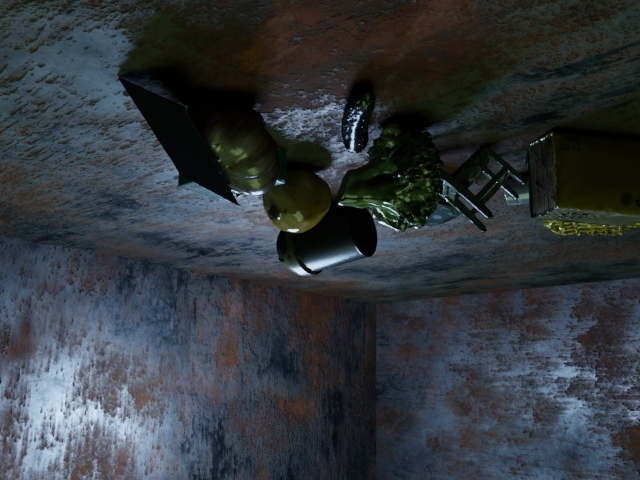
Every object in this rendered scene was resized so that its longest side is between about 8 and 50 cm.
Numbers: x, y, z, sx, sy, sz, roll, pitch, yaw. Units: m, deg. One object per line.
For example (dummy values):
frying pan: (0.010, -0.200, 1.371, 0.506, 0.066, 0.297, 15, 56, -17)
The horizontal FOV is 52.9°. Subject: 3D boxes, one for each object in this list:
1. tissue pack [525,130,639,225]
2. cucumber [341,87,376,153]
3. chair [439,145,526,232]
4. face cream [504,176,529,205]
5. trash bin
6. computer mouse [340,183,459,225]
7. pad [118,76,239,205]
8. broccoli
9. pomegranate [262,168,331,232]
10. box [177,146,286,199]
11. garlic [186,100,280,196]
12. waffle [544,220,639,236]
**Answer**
tissue pack: (0.632, -0.140, 1.486, 0.270, 0.193, 0.134, 3, 168, -11)
cucumber: (0.077, -0.256, 1.347, 0.067, 0.067, 0.245, 1, 164, 1)
chair: (0.354, -0.167, 1.594, 0.270, 0.147, 0.136, 43, 174, 17)
face cream: (0.637, -0.143, 1.728, 0.269, 0.073, 0.107, -5, 170, 25)
trash bin: (0.000, 0.000, 2.106, 0.333, 0.214, 0.214, -14, 160, 34)
computer mouse: (0.229, -0.130, 1.807, 0.379, 0.090, 0.167, 13, 158, -21)
pad: (-0.283, -0.197, 1.320, 0.202, 0.005, 0.300, 28, 158, 31)
broccoli: (0.146, -0.137, 1.471, 0.245, 0.248, 0.288, 2, 123, -17)
pomegranate: (-0.072, -0.103, 1.733, 0.196, 0.196, 0.196, 1, 167, 0)
box: (-0.222, -0.181, 1.615, 0.244, 0.092, 0.153, -10, 161, 37)
garlic: (-0.187, -0.207, 1.372, 0.244, 0.161, 0.245, 25, 159, 10)
waffle: (0.889, -0.066, 2.065, 0.311, 0.060, 0.307, 5, 167, -7)
